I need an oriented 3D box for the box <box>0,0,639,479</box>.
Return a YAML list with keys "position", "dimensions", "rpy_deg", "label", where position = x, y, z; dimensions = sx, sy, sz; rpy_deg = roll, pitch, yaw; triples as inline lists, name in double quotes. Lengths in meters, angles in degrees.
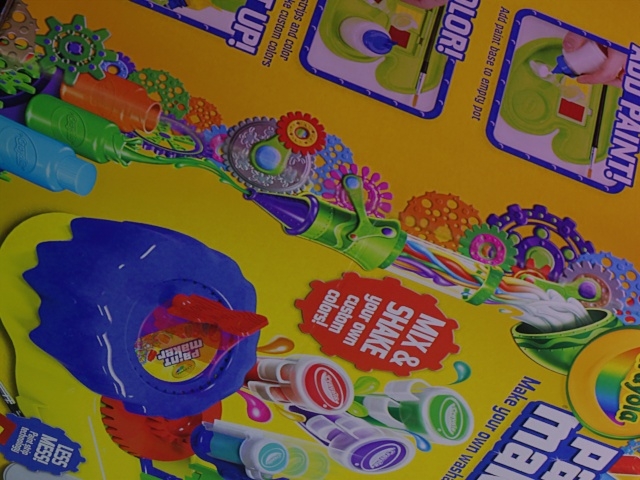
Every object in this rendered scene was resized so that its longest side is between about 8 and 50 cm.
- position: [0.000, 0.000, 0.772]
  dimensions: [0.290, 0.279, 0.177]
  rpy_deg: [118, -8, -52]
  label: "box"
